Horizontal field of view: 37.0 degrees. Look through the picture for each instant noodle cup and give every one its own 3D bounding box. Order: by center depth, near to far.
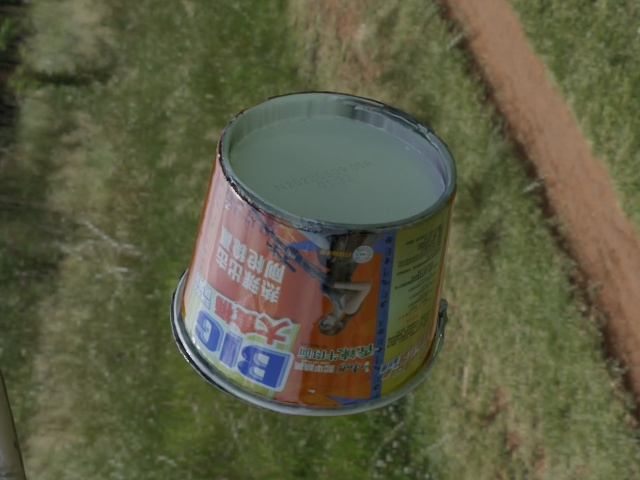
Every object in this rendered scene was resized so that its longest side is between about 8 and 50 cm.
[{"bbox_3d":[0.000,0.000,0.948,0.296,0.297,0.214,-102,17,-48],"label":"instant noodle cup"}]

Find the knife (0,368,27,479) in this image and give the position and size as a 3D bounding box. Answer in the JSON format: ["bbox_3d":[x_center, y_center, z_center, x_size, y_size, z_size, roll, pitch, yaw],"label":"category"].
[{"bbox_3d":[-0.109,0.203,0.370,0.089,0.043,0.365,-49,55,51],"label":"knife"}]
